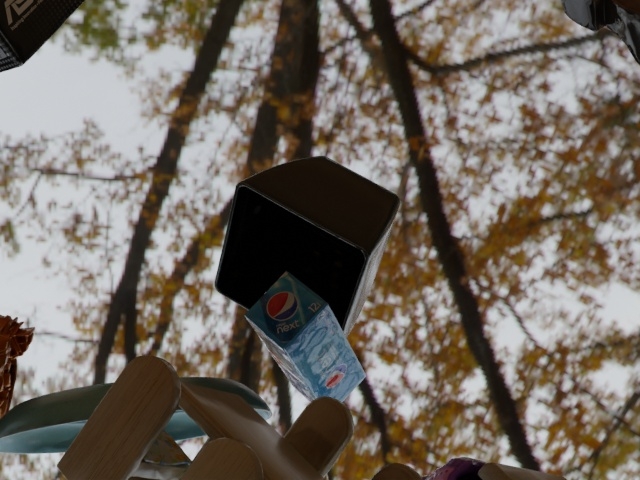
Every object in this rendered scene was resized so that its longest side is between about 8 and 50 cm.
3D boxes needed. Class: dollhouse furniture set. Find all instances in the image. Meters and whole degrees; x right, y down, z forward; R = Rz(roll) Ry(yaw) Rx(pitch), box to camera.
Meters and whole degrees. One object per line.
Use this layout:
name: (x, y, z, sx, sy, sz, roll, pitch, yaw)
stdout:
dollhouse furniture set: (0.016, 0.147, 0.696, 0.242, 0.161, 0.212, 40, -172, 33)

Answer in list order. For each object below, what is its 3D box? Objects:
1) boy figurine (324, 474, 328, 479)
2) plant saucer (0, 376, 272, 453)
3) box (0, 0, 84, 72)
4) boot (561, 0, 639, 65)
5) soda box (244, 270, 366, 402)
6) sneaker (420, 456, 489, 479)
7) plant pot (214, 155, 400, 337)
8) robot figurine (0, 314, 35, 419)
boy figurine: (0.013, 0.339, 1.195, 0.177, 0.092, 0.285, -16, -114, -11)
plant saucer: (-0.214, 0.196, 1.326, 0.318, 0.317, 0.043, -4, -106, -16)
box: (-0.262, -0.190, 0.891, 0.270, 0.060, 0.216, -7, -141, 40)
boot: (0.210, -0.144, 0.662, 0.114, 0.037, 0.106, -34, -124, -19)
soda box: (-0.014, 0.123, 1.356, 0.067, 0.210, 0.071, 37, -104, 30)
sneaker: (0.172, 0.229, 0.891, 0.237, 0.104, 0.095, 21, -131, 0)
plant pot: (0.000, 0.000, 1.510, 0.188, 0.187, 0.167, 30, -138, 16)
robot figurine: (-0.418, 0.235, 1.365, 0.085, 0.290, 0.211, 17, -171, 0)
